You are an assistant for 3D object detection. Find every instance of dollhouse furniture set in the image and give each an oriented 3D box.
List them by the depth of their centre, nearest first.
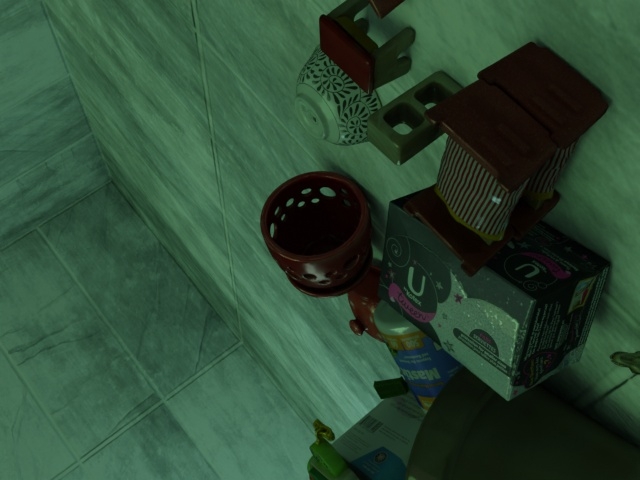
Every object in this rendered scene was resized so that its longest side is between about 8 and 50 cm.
[{"bbox_3d":[0.111,-0.166,0.909,0.374,0.152,0.201,47,161,22],"label":"dollhouse furniture set"},{"bbox_3d":[0.152,0.244,1.588,0.058,0.152,0.076,-15,120,26],"label":"dollhouse furniture set"}]

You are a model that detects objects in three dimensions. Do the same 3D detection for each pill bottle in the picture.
[{"bbox_3d":[0.210,0.202,1.347,0.272,0.152,0.152,61,161,-20],"label":"pill bottle"}]

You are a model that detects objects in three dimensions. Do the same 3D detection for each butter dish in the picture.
[{"bbox_3d":[0.106,0.137,1.549,0.160,0.118,0.160,23,145,58],"label":"butter dish"}]

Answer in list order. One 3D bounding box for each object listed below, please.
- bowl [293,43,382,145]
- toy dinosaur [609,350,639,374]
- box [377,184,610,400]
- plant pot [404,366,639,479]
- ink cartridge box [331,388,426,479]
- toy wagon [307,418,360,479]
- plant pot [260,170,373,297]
[{"bbox_3d":[0.012,-0.203,1.222,0.170,0.080,0.170,46,160,22],"label":"bowl"},{"bbox_3d":[0.438,0.181,0.870,0.268,0.064,0.118,42,173,32],"label":"toy dinosaur"},{"bbox_3d":[0.204,0.052,1.022,0.247,0.142,0.163,40,137,41],"label":"box"},{"bbox_3d":[0.321,0.360,1.168,0.280,0.323,0.323,14,139,41],"label":"plant pot"},{"bbox_3d":[0.204,0.404,1.542,0.197,0.270,0.198,59,162,-18],"label":"ink cartridge box"},{"bbox_3d":[0.060,0.474,1.475,0.344,0.068,0.267,59,161,-21],"label":"toy wagon"},{"bbox_3d":[0.000,0.000,1.454,0.191,0.191,0.174,44,162,30],"label":"plant pot"}]
